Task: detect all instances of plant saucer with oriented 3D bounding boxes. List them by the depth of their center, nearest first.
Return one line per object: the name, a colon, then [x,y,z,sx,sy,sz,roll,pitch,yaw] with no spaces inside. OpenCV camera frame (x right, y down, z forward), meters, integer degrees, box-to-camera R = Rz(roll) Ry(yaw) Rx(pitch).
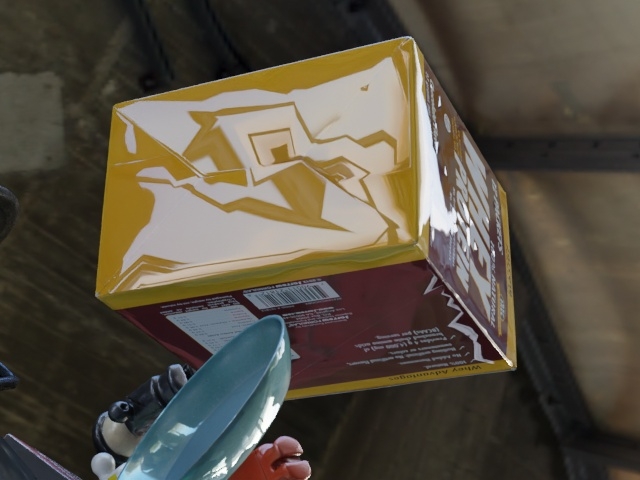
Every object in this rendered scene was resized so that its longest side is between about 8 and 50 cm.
plant saucer: [-0.050,0.086,0.592,0.021,0.119,0.119,43,-113,-12]

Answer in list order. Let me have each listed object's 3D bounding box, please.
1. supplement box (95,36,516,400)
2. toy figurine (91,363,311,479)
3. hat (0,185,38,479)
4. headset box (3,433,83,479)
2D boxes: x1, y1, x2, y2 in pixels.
supplement box: [0.000,0.000,0.788,0.194,0.191,0.129,48,-143,-56]
toy figurine: [-0.134,0.251,1.253,0.213,0.148,0.209,39,-146,-18]
hat: [-0.193,0.129,0.535,0.134,0.331,0.331,41,-113,-5]
headset box: [-0.316,0.333,1.330,0.218,0.110,0.293,-54,-15,-14]
